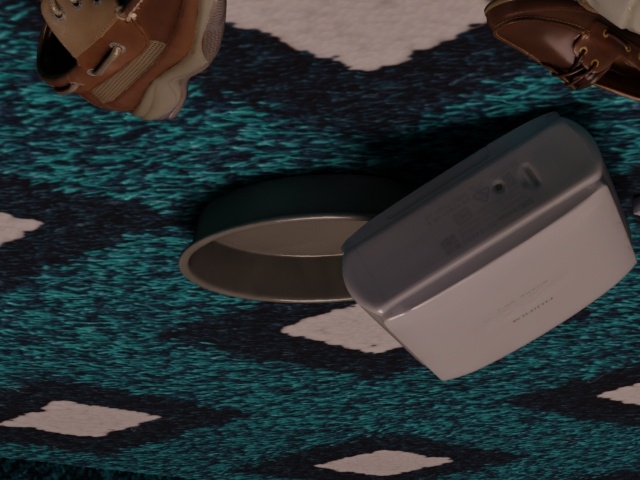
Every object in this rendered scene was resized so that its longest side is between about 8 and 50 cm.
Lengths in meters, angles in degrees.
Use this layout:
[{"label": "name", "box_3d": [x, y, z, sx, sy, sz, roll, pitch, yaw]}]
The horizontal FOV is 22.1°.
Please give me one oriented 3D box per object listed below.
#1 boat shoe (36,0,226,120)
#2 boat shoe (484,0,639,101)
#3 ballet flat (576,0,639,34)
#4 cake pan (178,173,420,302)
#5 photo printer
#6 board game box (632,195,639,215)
[{"label": "boat shoe", "box_3d": [-0.130, -0.163, 1.078, 0.116, 0.123, 0.324, 4, 159, -14]}, {"label": "boat shoe", "box_3d": [0.202, -0.148, 1.253, 0.178, 0.060, 0.064, 11, 158, -35]}, {"label": "ballet flat", "box_3d": [0.275, -0.179, 1.098, 0.315, 0.106, 0.107, -2, 162, 1]}, {"label": "cake pan", "box_3d": [0.000, 0.000, 1.685, 0.293, 0.054, 0.293, -2, 162, -1]}, {"label": "photo printer", "box_3d": [0.173, 0.021, 1.569, 0.256, 0.107, 0.307, -32, 157, 5]}, {"label": "board game box", "box_3d": [0.381, -0.038, 1.672, 0.090, 0.020, 0.090, 13, 156, -40]}]
